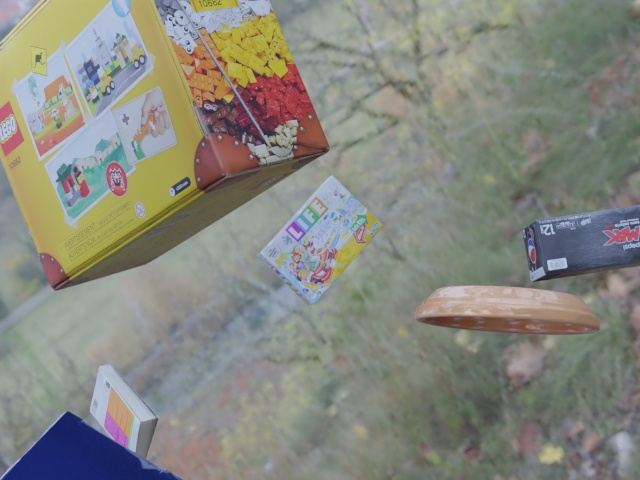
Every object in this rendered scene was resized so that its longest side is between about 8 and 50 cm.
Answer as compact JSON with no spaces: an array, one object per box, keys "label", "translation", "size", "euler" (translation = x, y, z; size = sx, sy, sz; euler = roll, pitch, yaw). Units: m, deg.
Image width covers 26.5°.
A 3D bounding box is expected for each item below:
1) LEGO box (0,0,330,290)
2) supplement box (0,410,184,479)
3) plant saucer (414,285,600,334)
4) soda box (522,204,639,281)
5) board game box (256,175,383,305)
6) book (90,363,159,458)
[{"label":"LEGO box","translation":[-0.267,-0.189,1.964],"size":[0.193,0.372,0.500],"euler":[-17,-7,-42]},{"label":"supplement box","translation":[-0.349,0.440,1.792],"size":[0.356,0.194,0.195],"euler":[-64,-8,32]},{"label":"plant saucer","translation":[0.203,0.076,1.480],"size":[0.200,0.200,0.037],"euler":[-5,78,45]},{"label":"soda box","translation":[0.278,-0.001,1.267],"size":[0.169,0.053,0.060],"euler":[-8,-8,-6]},{"label":"board game box","translation":[0.000,0.000,1.890],"size":[0.154,0.103,0.026],"euler":[-48,6,-17]},{"label":"book","translation":[-0.318,0.279,2.168],"size":[0.035,0.096,0.144],"euler":[-9,39,-39]}]
